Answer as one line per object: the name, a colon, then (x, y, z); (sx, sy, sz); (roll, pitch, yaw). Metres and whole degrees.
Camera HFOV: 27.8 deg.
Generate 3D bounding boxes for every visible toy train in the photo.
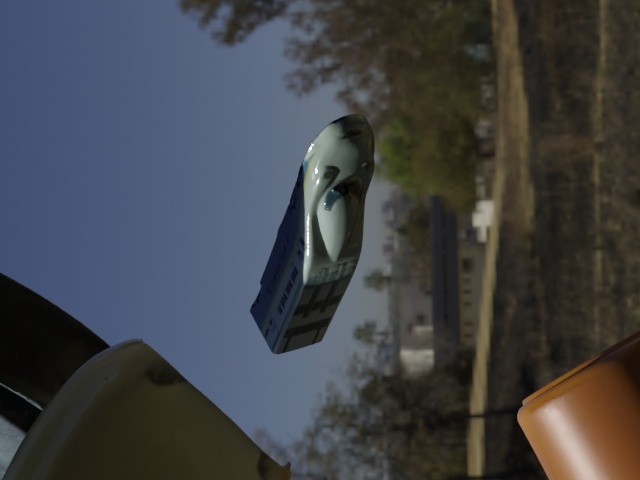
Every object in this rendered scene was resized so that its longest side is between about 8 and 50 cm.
toy train: (0.000, 0.000, 0.935); (0.051, 0.052, 0.234); (62, 151, 26)

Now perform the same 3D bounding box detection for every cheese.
cheese: (-0.130, 0.172, 0.616); (0.251, 0.127, 0.054); (-50, 11, -17)

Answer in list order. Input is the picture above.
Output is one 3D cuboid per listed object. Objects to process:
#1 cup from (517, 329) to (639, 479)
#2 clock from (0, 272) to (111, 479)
cup: (0.260, 0.172, 0.784); (0.264, 0.226, 0.182); (60, -167, 12)
clock: (-0.315, 0.110, 1.027); (0.386, 0.386, 0.076); (80, -153, -57)
